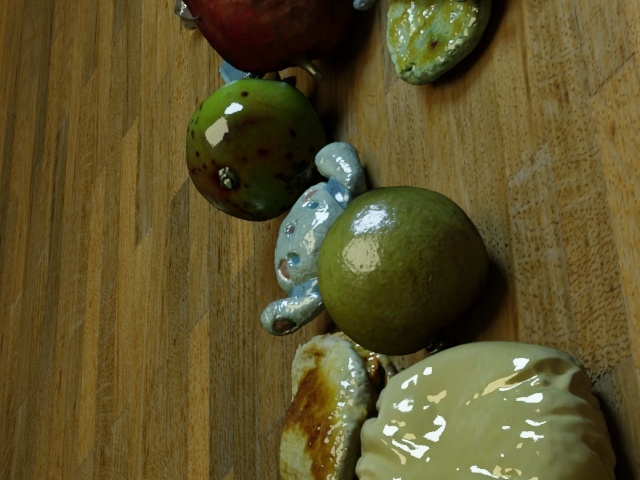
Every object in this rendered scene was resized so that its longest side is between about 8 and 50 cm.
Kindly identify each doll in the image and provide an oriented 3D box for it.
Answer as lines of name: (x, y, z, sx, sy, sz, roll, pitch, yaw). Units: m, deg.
doll: (0.000, 0.000, 1.770, 0.103, 0.071, 0.214, 11, 77, 55)

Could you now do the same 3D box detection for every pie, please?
pie: (0.009, 0.186, 1.613, 0.179, 0.084, 0.205, -15, 66, 63)
pie: (0.121, -0.237, 1.681, 0.187, 0.041, 0.187, -45, 37, 48)

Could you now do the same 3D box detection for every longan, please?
longan: (0.077, 0.035, 1.509, 0.145, 0.176, 0.155, -36, -6, -11)

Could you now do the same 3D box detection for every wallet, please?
wallet: (-0.082, -0.246, 2.158, 0.129, 0.026, 0.088, -64, 29, 20)

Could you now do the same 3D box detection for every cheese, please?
cheese: (0.123, 0.178, 1.311, 0.226, 0.117, 0.214, -28, 46, 33)

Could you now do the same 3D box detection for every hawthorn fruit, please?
hawthorn fruit: (-0.052, -0.288, 1.904, 0.224, 0.224, 0.261, -44, 53, 50)

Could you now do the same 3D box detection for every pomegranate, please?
pomegranate: (-0.067, -0.113, 1.909, 0.159, 0.159, 0.205, -53, 12, 40)

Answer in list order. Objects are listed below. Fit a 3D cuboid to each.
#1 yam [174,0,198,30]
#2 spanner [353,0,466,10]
yam: (-0.164, -0.409, 2.408, 0.057, 0.057, 0.241, -16, 62, 63)
spanner: (0.091, -0.252, 1.684, 0.254, 0.015, 0.054, 13, 86, 66)
